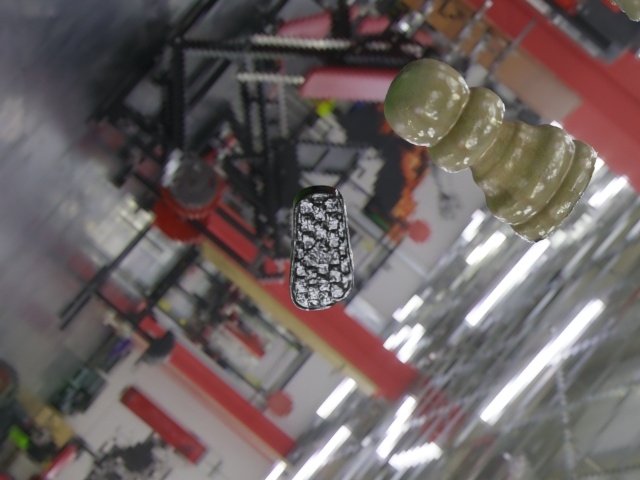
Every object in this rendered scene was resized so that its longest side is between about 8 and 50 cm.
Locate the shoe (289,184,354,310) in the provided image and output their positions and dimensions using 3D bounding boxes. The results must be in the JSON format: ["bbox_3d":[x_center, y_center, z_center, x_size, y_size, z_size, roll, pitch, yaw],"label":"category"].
[{"bbox_3d":[0.000,0.000,1.419,0.049,0.071,0.179,-93,-179,-46],"label":"shoe"}]

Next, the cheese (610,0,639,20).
[{"bbox_3d":[0.401,-0.365,1.299,0.332,0.153,0.292,-28,-150,7],"label":"cheese"}]

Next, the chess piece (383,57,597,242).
[{"bbox_3d":[0.193,-0.119,1.612,0.142,0.261,0.142,-53,-165,20],"label":"chess piece"}]
